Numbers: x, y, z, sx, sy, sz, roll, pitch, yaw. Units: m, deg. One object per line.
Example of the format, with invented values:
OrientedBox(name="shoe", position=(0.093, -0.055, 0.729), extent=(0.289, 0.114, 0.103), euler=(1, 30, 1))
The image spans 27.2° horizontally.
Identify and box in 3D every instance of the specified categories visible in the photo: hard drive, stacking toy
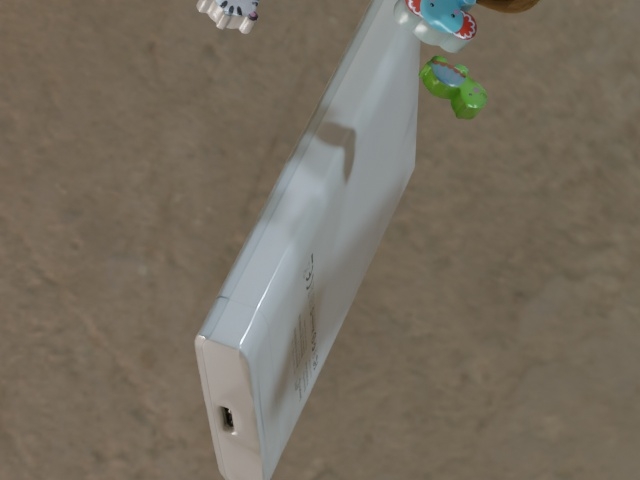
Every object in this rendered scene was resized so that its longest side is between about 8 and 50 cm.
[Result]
OrientedBox(name="hard drive", position=(0.000, 0.000, 1.070), extent=(0.047, 0.233, 0.353), euler=(18, 57, 14))
OrientedBox(name="stacking toy", position=(0.042, -0.161, 0.831), extent=(0.221, 0.167, 0.052), euler=(25, 59, -11))

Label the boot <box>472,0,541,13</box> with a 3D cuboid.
OrientedBox(name="boot", position=(0.110, -0.267, 0.932), extent=(0.262, 0.203, 0.095), euler=(48, 124, 19))
